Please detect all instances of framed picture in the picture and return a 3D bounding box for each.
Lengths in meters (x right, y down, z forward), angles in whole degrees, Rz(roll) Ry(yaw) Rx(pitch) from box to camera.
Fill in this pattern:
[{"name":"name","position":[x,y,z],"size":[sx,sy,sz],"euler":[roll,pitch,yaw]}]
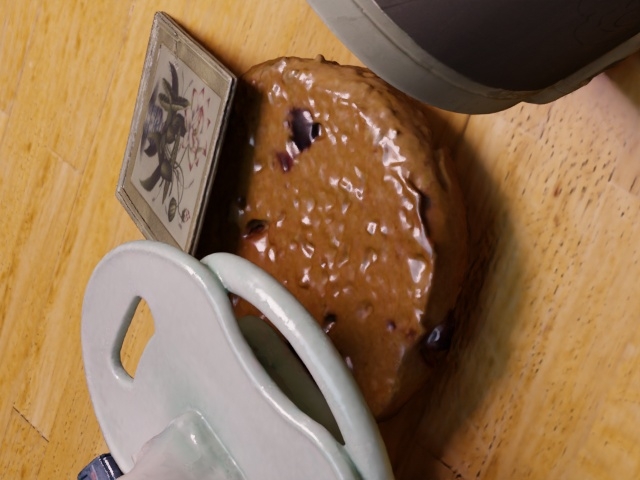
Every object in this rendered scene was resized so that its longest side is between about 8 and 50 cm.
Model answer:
[{"name":"framed picture","position":[-0.120,-0.080,1.264],"size":[0.231,0.010,0.173],"euler":[-136,57,-62]}]

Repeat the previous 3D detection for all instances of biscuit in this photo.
[{"name":"biscuit","position":[0.001,-0.001,1.178],"size":[0.296,0.075,0.296],"euler":[9,103,46]}]

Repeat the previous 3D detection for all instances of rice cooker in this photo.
[{"name":"rice cooker","position":[0.119,-0.233,0.928],"size":[0.277,0.288,0.288],"euler":[-32,71,40]}]

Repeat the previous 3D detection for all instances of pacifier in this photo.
[{"name":"pacifier","position":[-0.103,0.159,1.069],"size":[0.343,0.269,0.288],"euler":[48,138,21]}]

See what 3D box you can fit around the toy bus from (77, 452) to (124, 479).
[{"name":"toy bus","position":[-0.160,0.265,1.363],"size":[0.065,0.047,0.166],"euler":[-40,65,42]}]
